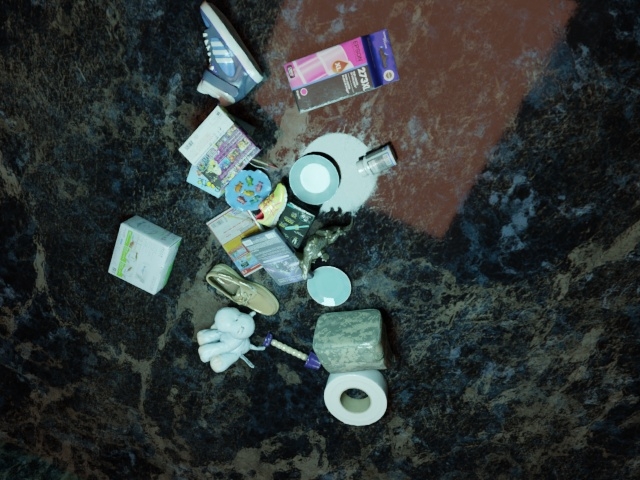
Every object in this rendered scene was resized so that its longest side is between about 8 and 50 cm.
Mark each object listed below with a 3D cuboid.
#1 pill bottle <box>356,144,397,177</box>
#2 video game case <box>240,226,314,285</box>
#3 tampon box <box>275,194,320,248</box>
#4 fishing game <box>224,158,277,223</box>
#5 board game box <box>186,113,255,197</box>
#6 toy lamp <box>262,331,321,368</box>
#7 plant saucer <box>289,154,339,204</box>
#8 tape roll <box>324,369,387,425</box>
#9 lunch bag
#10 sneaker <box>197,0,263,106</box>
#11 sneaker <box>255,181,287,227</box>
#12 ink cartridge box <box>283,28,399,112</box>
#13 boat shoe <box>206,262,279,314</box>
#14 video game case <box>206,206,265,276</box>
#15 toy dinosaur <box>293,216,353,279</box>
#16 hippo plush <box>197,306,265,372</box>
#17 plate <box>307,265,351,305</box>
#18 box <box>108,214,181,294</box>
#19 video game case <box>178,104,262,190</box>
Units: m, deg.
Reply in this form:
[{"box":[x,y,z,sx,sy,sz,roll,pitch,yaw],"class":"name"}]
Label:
[{"box":[0.204,-0.287,1.677,0.137,0.078,0.078,-22,106,19],"class":"pill bottle"},{"box":[-0.175,0.071,1.866,0.196,0.026,0.274,-16,124,37],"class":"video game case"},{"box":[-0.095,-0.076,1.812,0.120,0.101,0.161,30,115,-1],"class":"tampon box"},{"box":[-0.279,-0.192,1.785,0.189,0.041,0.264,17,111,-34],"class":"fishing game"},{"box":[-0.378,-0.329,1.745,0.144,0.142,0.275,28,114,-1],"class":"board game box"},{"box":[-0.124,0.503,2.069,0.274,0.080,0.080,23,115,1],"class":"toy lamp"},{"box":[-0.022,-0.237,1.767,0.194,0.037,0.195,4,112,10],"class":"plant saucer"},{"box":[0.162,0.696,2.077,0.286,0.100,0.286,4,113,9],"class":"tape roll"},{"box":[0.139,0.446,1.920,0.305,0.213,0.256,-10,126,18],"class":"lunch bag"},{"box":[-0.381,-0.639,1.625,0.236,0.130,0.323,-31,108,17],"class":"sneaker"},{"box":[-0.195,-0.139,1.795,0.094,0.081,0.209,11,123,-24],"class":"sneaker"},{"box":[0.072,-0.586,1.594,0.370,0.069,0.176,-14,108,14],"class":"ink cartridge box"},{"box":[-0.340,0.233,1.985,0.341,0.110,0.122,31,115,-2],"class":"boat shoe"},{"box":[-0.322,-0.005,1.931,0.204,0.025,0.285,-28,103,20],"class":"video game case"},{"box":[0.000,0.000,1.774,0.121,0.160,0.314,43,72,-22],"class":"toy dinosaur"},{"box":[-0.385,0.424,1.980,0.294,0.234,0.237,29,131,1],"class":"hippo plush"},{"box":[0.037,0.191,1.937,0.188,0.024,0.188,5,113,11],"class":"plate"},{"box":[-0.765,0.064,1.996,0.231,0.127,0.262,25,114,0],"class":"box"},{"box":[-0.359,-0.327,1.640,0.232,0.042,0.210,-40,99,23],"class":"video game case"}]
